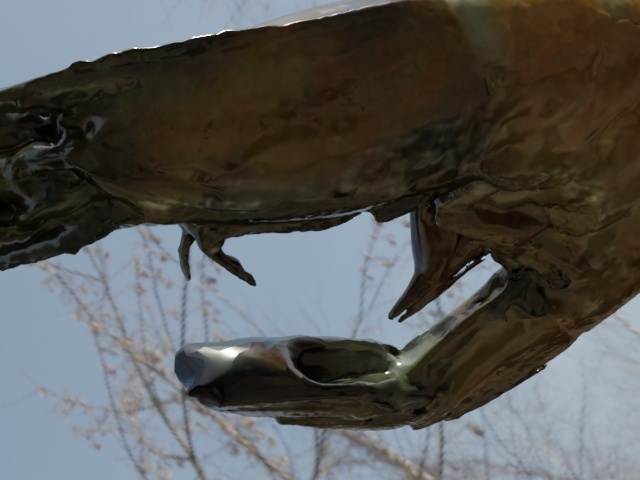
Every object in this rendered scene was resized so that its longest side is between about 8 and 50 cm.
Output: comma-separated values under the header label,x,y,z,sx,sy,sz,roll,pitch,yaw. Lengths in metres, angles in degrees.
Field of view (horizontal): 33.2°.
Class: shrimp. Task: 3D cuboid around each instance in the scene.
label,x,y,z,sx,sy,sz,roll,pitch,yaw
shrimp,0.000,0.000,0.511,0.445,0.085,0.272,-5,-52,-23
